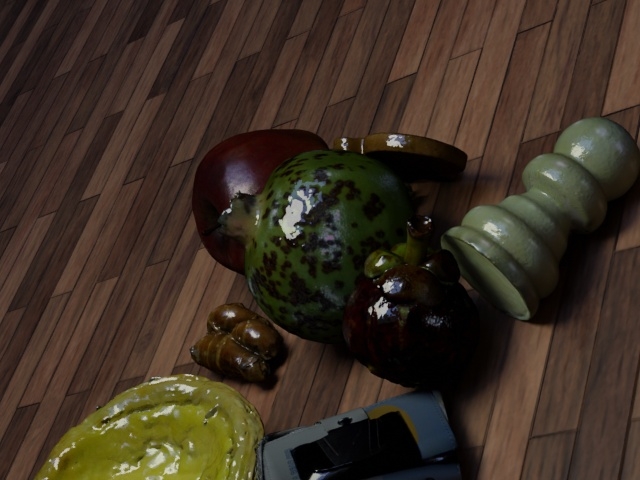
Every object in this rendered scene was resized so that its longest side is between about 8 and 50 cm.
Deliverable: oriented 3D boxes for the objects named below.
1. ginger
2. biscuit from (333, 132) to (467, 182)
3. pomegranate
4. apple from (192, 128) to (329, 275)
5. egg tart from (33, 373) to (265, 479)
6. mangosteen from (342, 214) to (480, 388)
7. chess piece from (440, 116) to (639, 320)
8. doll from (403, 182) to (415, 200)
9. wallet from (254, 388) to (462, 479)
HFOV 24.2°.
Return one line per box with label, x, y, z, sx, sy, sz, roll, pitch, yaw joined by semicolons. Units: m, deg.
ginger;-0.105;0.143;2.063;0.162;0.073;0.103;14;76;49
biscuit;0.109;-0.113;2.011;0.236;0.179;0.039;176;107;-69
pomegranate;0.000;0.000;1.923;0.254;0.270;0.254;-158;90;-80
apple;-0.072;-0.055;2.133;0.234;0.234;0.234;-31;33;23
egg tart;-0.209;0.324;1.849;0.345;0.132;0.345;-15;44;15
mangosteen;0.111;0.083;1.766;0.172;0.172;0.184;-10;59;44
chess piece;0.279;-0.040;1.772;0.251;0.144;0.144;-44;29;-12
doll;0.080;-0.037;2.049;0.078;0.077;0.113;-5;49;36
wallet;0.037;0.240;1.691;0.230;0.069;0.170;-13;25;-2
